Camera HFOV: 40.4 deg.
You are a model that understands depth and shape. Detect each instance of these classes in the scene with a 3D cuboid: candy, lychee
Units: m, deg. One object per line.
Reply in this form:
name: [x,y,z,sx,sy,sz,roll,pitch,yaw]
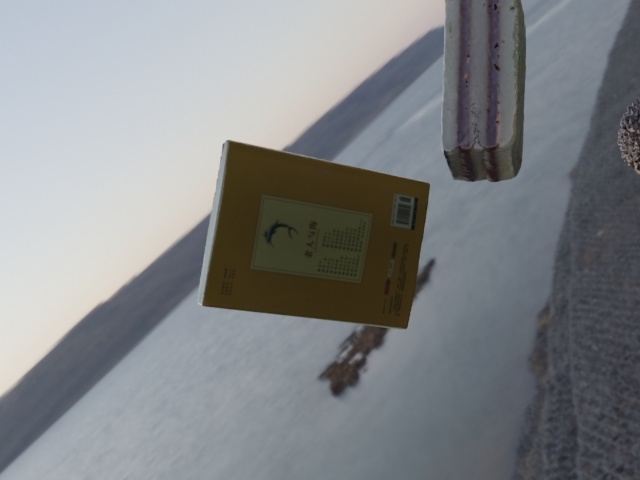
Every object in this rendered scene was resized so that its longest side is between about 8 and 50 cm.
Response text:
candy: [0.285,-0.269,1.509,0.135,0.321,0.179,-1,-18,16]
lychee: [0.697,-0.198,1.711,0.238,0.200,0.200,0,-12,-19]

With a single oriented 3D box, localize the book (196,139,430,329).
book: [0.000,0.000,1.441,0.032,0.388,0.269,10,89,64]
